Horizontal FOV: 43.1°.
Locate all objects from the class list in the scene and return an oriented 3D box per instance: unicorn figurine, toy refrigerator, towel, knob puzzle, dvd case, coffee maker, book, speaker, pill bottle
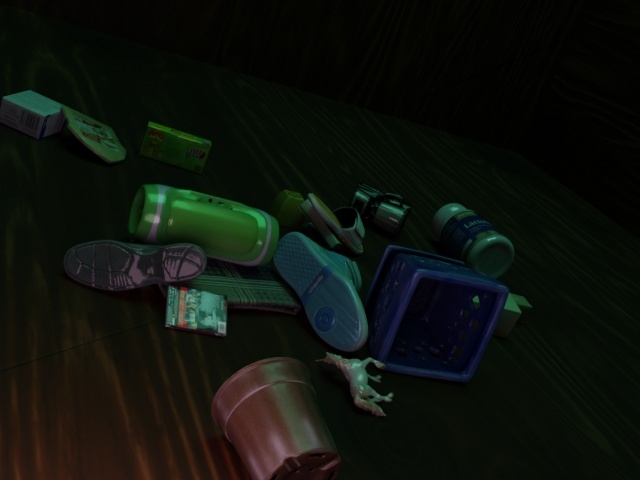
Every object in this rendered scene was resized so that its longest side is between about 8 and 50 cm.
[{"bbox_3d":[0.072,0.258,1.530,0.111,0.060,0.162,13,22,-24],"label":"unicorn figurine"},{"bbox_3d":[0.351,0.158,2.021,0.269,0.094,0.102,13,29,-21],"label":"toy refrigerator"},{"bbox_3d":[-0.236,0.060,1.744,0.324,0.056,0.312,9,27,-37],"label":"towel"},{"bbox_3d":[-0.596,-0.262,2.149,0.213,0.030,0.213,41,15,-14],"label":"knob puzzle"},{"bbox_3d":[-0.234,0.133,1.536,0.119,0.013,0.087,12,56,-23],"label":"dvd case"},{"bbox_3d":[0.175,-0.092,2.458,0.178,0.120,0.171,26,-2,6],"label":"coffee maker"},{"bbox_3d":[0.011,-0.041,2.150,0.144,0.035,0.096,53,12,14],"label":"book"},{"bbox_3d":[-0.241,-0.030,1.697,0.296,0.131,0.131,14,22,-27],"label":"speaker"},{"bbox_3d":[0.447,-0.001,2.422,0.153,0.153,0.265,11,23,-28],"label":"pill bottle"}]

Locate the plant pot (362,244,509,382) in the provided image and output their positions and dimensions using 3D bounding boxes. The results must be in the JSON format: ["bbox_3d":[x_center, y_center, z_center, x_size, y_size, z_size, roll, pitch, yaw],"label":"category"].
[{"bbox_3d":[0.224,0.143,1.741,0.236,0.236,0.212,13,16,-22],"label":"plant pot"}]

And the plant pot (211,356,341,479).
[{"bbox_3d":[-0.057,0.290,1.202,0.167,0.167,0.165,7,33,-35],"label":"plant pot"}]

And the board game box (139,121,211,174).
[{"bbox_3d":[-0.408,-0.260,2.282,0.181,0.092,0.043,17,20,-14],"label":"board game box"}]

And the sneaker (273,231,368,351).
[{"bbox_3d":[0.047,0.119,1.766,0.208,0.127,0.319,23,27,-51],"label":"sneaker"}]

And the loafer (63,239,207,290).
[{"bbox_3d":[-0.350,0.047,1.558,0.267,0.096,0.084,0,-1,-3],"label":"loafer"}]

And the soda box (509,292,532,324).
[{"bbox_3d":[0.467,0.168,2.158,0.181,0.058,0.061,14,22,-19],"label":"soda box"}]

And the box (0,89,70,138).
[{"bbox_3d":[-0.755,-0.333,2.139,0.126,0.072,0.137,24,21,3],"label":"box"}]

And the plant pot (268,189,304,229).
[{"bbox_3d":[-0.084,-0.089,2.198,0.081,0.083,0.081,14,22,-24],"label":"plant pot"}]

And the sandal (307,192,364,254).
[{"bbox_3d":[0.063,-0.054,2.130,0.265,0.076,0.102,44,13,-47],"label":"sandal"}]

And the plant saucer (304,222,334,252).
[{"bbox_3d":[0.000,0.000,2.159,0.067,0.018,0.192,17,20,-15],"label":"plant saucer"}]
